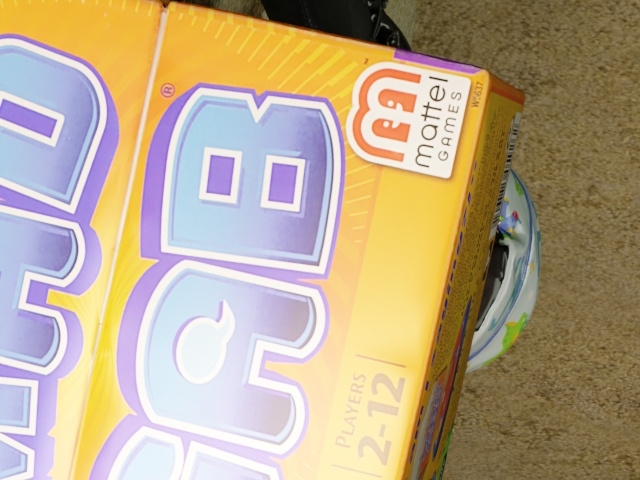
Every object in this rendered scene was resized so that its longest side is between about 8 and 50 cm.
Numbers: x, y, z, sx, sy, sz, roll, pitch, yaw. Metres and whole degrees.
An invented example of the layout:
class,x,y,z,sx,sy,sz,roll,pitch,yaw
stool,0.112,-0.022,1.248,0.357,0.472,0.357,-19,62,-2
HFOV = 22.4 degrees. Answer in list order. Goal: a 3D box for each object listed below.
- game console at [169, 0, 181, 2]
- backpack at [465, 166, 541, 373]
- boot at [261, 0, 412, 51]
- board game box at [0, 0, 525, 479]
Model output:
class,x,y,z,sx,sy,sz,roll,pitch,yaw
game console,-0.119,-0.208,1.442,0.071,0.107,0.122,-50,178,17
backpack,0.000,0.000,1.314,0.273,0.355,0.290,29,60,-57
boot,0.002,-0.246,1.612,0.445,0.146,0.367,67,7,-52
board game box,-0.087,0.035,1.039,0.356,0.356,0.357,-18,121,-80
